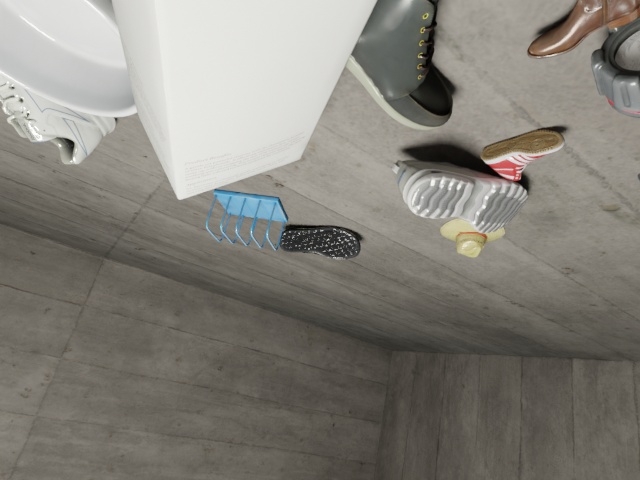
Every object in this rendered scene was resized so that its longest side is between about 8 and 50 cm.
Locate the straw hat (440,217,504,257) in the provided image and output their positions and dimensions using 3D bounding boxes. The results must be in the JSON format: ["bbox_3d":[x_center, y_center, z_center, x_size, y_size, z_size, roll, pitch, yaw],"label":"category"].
[{"bbox_3d":[0.343,0.006,0.917,0.145,0.061,0.144,12,159,5],"label":"straw hat"}]

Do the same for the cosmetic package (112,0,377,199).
[{"bbox_3d":[-0.086,-0.200,0.401,0.197,0.155,0.365,-23,170,-24],"label":"cosmetic package"}]

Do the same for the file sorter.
[{"bbox_3d":[-0.187,-0.048,1.023,0.171,0.104,0.118,9,158,11],"label":"file sorter"}]

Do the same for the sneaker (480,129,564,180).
[{"bbox_3d":[0.317,-0.128,0.615,0.067,0.042,0.119,32,159,-33],"label":"sneaker"}]

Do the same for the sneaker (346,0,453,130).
[{"bbox_3d":[0.110,-0.213,0.458,0.222,0.083,0.118,28,154,-32],"label":"sneaker"}]

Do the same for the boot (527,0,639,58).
[{"bbox_3d":[0.241,-0.239,0.381,0.107,0.037,0.114,-18,147,34],"label":"boot"}]

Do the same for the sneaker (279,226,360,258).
[{"bbox_3d":[0.000,0.000,1.113,0.235,0.084,0.097,8,-178,15],"label":"sneaker"}]

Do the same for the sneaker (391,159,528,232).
[{"bbox_3d":[0.248,-0.093,0.697,0.282,0.115,0.105,10,125,-32],"label":"sneaker"}]

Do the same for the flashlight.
[{"bbox_3d":[0.409,-0.133,0.475,0.304,0.103,0.103,31,179,-42],"label":"flashlight"}]

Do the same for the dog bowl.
[{"bbox_3d":[-0.331,-0.283,0.505,0.265,0.104,0.265,11,160,4],"label":"dog bowl"}]

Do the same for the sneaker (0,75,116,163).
[{"bbox_3d":[-0.470,-0.240,0.661,0.111,0.129,0.297,7,157,21],"label":"sneaker"}]
